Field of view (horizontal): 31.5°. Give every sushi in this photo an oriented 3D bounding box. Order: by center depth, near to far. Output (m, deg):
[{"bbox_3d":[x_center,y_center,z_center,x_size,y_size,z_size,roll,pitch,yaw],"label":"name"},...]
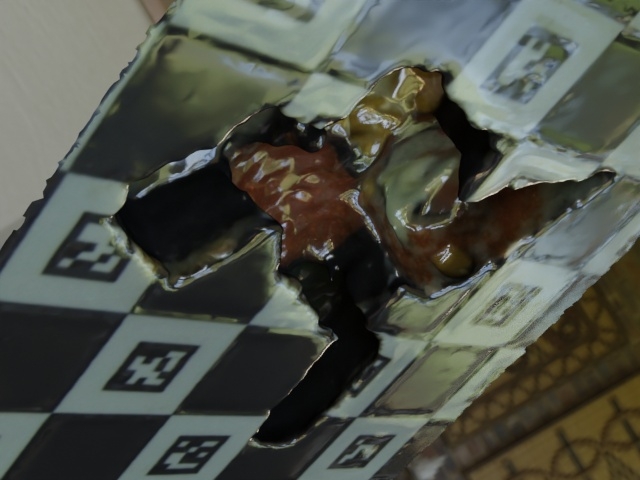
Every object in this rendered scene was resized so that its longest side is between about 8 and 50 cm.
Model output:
[{"bbox_3d":[0.000,0.000,0.511,0.343,0.359,0.064,10,39,-46],"label":"sushi"}]
